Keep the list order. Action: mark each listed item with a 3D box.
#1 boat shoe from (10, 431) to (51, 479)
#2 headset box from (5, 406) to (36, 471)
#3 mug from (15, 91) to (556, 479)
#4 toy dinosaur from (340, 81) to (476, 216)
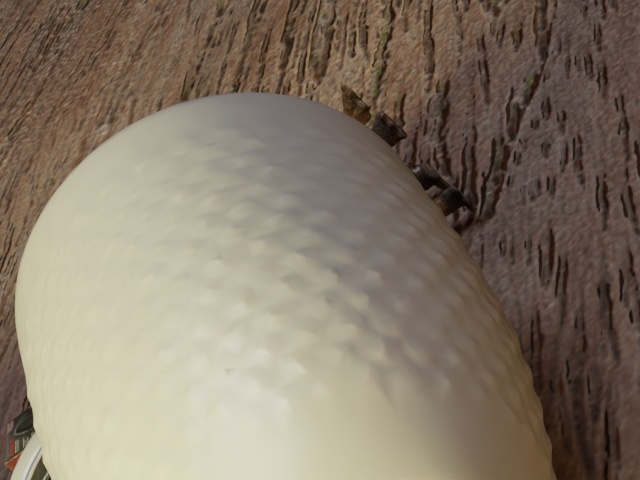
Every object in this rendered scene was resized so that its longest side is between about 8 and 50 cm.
[{"bbox_3d":[-0.142,0.143,1.296,0.228,0.080,0.076,-44,24,-27],"label":"boat shoe"},{"bbox_3d":[-0.226,0.160,1.421,0.083,0.032,0.062,-33,27,10],"label":"headset box"},{"bbox_3d":[-0.033,0.148,0.968,0.374,0.276,0.328,-64,27,20],"label":"mug"},{"bbox_3d":[0.000,0.000,1.286,0.200,0.127,0.296,-46,20,3],"label":"toy dinosaur"}]
